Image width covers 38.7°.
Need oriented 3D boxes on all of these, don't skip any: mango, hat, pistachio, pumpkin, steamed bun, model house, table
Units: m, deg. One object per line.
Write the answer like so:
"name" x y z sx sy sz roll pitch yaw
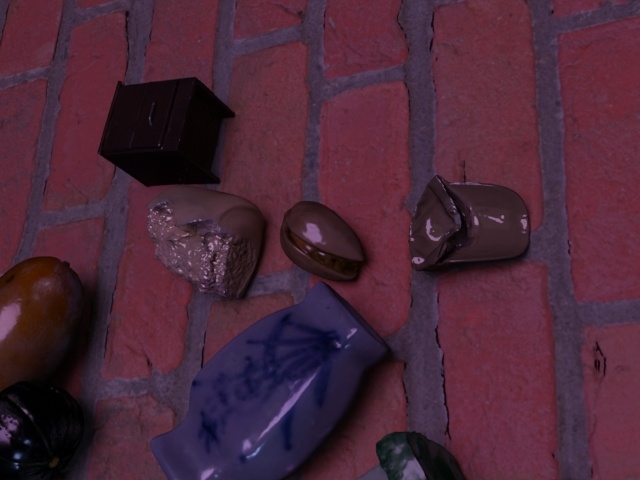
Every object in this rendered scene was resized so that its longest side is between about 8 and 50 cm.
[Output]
"mango" -0.606 0.204 1.805 0.199 0.221 0.384 35 76 -2
"hat" 0.253 -0.011 1.558 0.173 0.144 0.166 14 67 -14
"pistachio" 0.000 0.000 1.650 0.185 0.124 0.124 39 89 18
"pumpkin" -0.548 0.366 1.708 0.162 0.220 0.220 38 89 20
"steamed bun" -0.241 -0.008 1.741 0.225 0.170 0.200 13 80 33
"model house" 0.079 0.478 1.352 0.325 0.194 0.267 -34 56 14
"table" -0.313 -0.223 1.869 0.193 0.172 0.169 1 69 28

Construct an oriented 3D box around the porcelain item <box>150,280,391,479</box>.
"porcelain item" -0.081 0.266 1.532 0.405 0.178 0.242 -44 55 1
